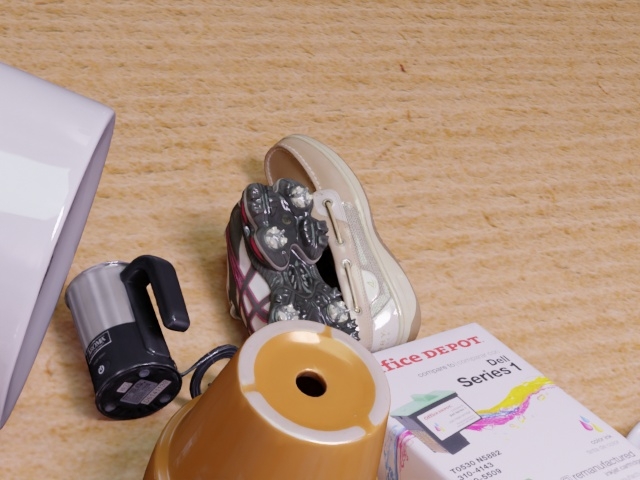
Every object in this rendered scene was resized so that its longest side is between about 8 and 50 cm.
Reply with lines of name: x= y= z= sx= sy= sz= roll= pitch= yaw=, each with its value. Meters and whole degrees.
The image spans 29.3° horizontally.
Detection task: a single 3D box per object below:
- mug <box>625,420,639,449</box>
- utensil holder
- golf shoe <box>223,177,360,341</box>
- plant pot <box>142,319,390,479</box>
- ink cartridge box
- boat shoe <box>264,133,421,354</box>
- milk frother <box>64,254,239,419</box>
mug: x=0.485 y=0.235 z=1.231 sx=0.374 sy=0.276 sz=0.328 roll=-10 pitch=40 yaw=11
utensil holder: x=-0.408 y=-0.035 z=1.052 sx=0.385 sy=0.327 sz=0.327 roll=20 pitch=41 yaw=-8
golf shoe: x=-0.036 y=0.074 z=1.273 sx=0.105 sy=0.120 sz=0.273 roll=2 pitch=67 yaw=-31
plant pot: x=-0.030 y=0.174 z=1.023 sx=0.205 sy=0.188 sz=0.205 roll=13 pitch=41 yaw=-12
ink cartridge box: x=0.151 y=0.210 z=1.139 sx=0.201 sy=0.117 sz=0.278 roll=-13 pitch=36 yaw=-35
boat shoe: x=0.000 y=0.000 z=1.360 sx=0.098 sy=0.109 sz=0.302 roll=-8 pitch=55 yaw=-33
milk frother: x=-0.160 y=0.097 z=1.202 sx=0.143 sy=0.129 sz=0.135 roll=45 pitch=16 yaw=-51
